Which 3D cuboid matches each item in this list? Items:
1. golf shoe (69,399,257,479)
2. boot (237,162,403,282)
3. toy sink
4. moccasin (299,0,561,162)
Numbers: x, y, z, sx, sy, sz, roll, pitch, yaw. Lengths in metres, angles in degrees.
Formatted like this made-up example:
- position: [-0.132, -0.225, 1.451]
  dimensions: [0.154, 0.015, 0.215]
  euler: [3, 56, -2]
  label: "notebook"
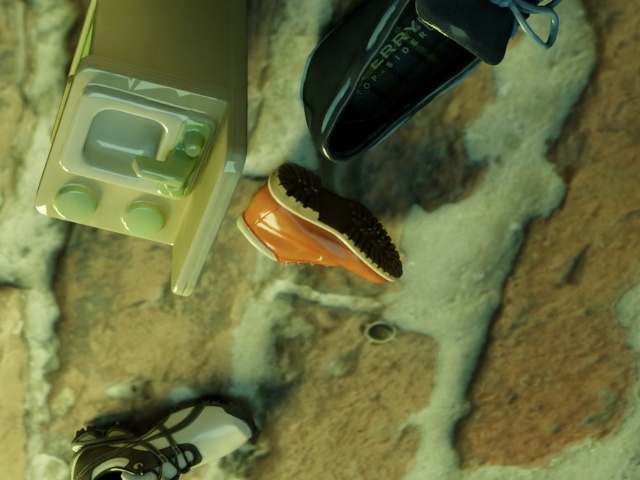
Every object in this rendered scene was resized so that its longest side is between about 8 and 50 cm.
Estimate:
- position: [-0.158, 0.225, 1.648]
  dimensions: [0.198, 0.094, 0.077]
  euler: [-16, 129, 9]
  label: "golf shoe"
- position: [0.000, 0.000, 1.489]
  dimensions: [0.158, 0.059, 0.084]
  euler: [34, 125, -18]
  label: "boot"
- position: [-0.142, -0.094, 1.280]
  dimensions: [0.131, 0.234, 0.153]
  euler: [13, 130, -14]
  label: "toy sink"
- position: [0.120, -0.179, 1.294]
  dimensions: [0.137, 0.117, 0.342]
  euler: [27, 124, -24]
  label: "moccasin"
